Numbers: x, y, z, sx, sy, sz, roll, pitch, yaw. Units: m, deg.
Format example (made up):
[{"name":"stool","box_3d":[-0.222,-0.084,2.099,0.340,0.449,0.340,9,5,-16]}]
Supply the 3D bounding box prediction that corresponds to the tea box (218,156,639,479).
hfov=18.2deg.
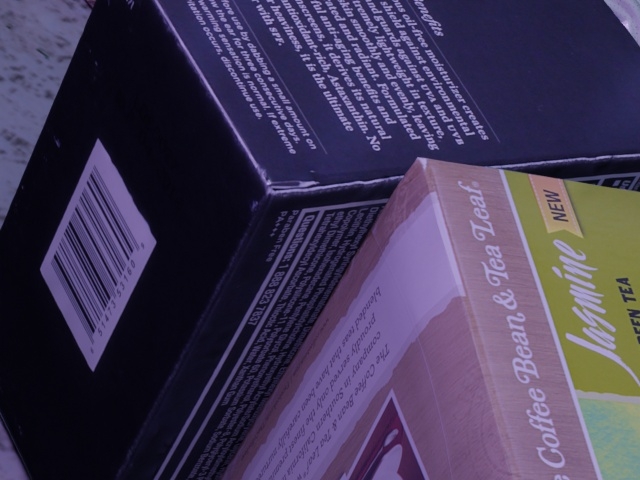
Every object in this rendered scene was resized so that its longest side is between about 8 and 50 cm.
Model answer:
[{"name":"tea box","box_3d":[0.141,0.163,0.979,0.324,0.329,0.220,8,46,-25]}]

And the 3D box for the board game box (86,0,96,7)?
[{"name":"board game box","box_3d":[-0.048,-0.310,1.429,0.291,0.232,0.141,-19,59,-43]}]

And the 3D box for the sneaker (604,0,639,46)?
[{"name":"sneaker","box_3d":[0.136,-0.244,1.545,0.323,0.130,0.236,37,34,-2]}]

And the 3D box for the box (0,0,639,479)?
[{"name":"box","box_3d":[0.000,0.000,1.091,0.294,0.296,0.182,-5,51,-36]}]
